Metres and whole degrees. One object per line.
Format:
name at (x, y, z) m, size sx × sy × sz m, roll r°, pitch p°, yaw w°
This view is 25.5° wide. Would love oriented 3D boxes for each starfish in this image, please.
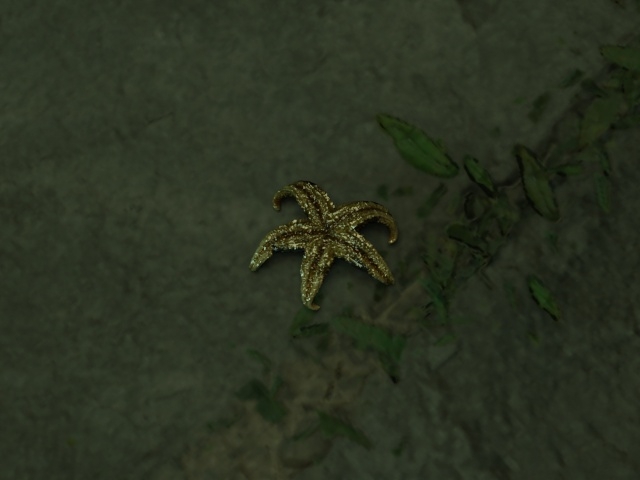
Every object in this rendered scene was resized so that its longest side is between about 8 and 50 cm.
starfish at (0.000, 0.000, 0.829) m, size 0.091 × 0.028 × 0.078 m, roll -15°, pitch 74°, yaw 4°
